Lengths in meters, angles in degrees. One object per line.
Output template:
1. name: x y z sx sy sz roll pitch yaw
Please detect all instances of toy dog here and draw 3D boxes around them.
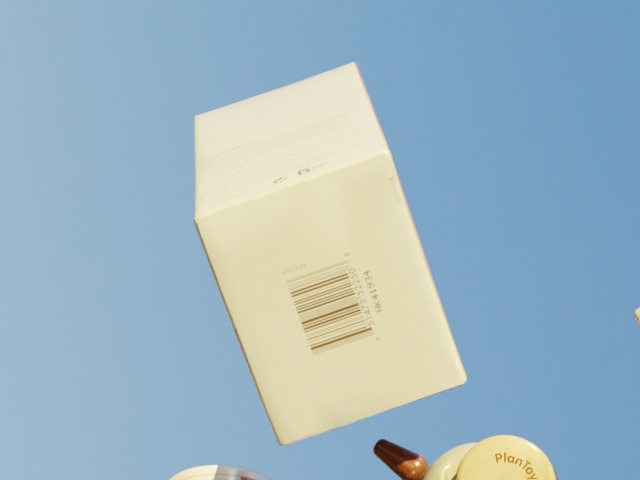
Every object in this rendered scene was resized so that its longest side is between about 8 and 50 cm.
1. toy dog: 0.088 0.293 1.650 0.220 0.161 0.333 89 21 -56

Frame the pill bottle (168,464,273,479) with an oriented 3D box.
1. pill bottle: -0.122 0.425 2.377 0.161 0.161 0.283 118 -20 -48

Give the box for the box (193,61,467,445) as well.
1. box: 0.000 0.000 1.757 0.345 0.168 0.215 -103 173 -72

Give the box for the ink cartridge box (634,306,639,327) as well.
1. ink cartridge box: 0.411 -0.001 1.504 0.371 0.069 0.176 -40 -161 14
